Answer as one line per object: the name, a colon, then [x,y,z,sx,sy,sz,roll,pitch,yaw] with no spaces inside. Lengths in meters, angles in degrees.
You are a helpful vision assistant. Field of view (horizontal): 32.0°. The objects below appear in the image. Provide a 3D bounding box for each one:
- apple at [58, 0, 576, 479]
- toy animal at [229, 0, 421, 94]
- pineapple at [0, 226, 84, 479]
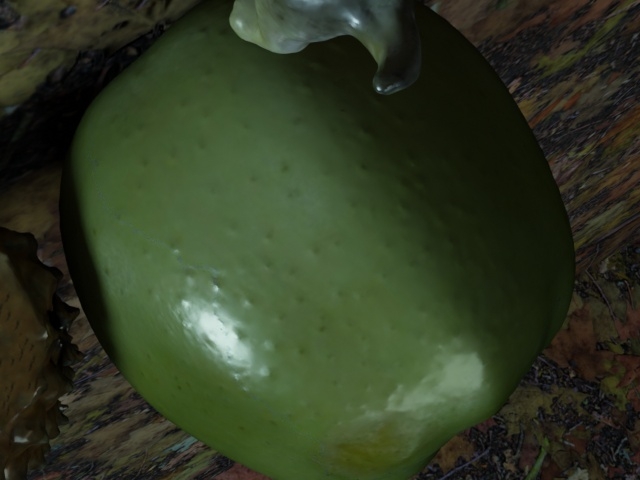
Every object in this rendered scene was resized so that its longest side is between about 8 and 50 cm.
apple: [0.000,0.000,0.791,0.357,0.357,0.357,-30,163,-10]
toy animal: [-0.015,-0.190,0.501,0.121,0.233,0.169,-21,-157,-3]
pineapple: [-0.270,0.100,0.814,0.222,0.223,0.357,-30,172,-10]
